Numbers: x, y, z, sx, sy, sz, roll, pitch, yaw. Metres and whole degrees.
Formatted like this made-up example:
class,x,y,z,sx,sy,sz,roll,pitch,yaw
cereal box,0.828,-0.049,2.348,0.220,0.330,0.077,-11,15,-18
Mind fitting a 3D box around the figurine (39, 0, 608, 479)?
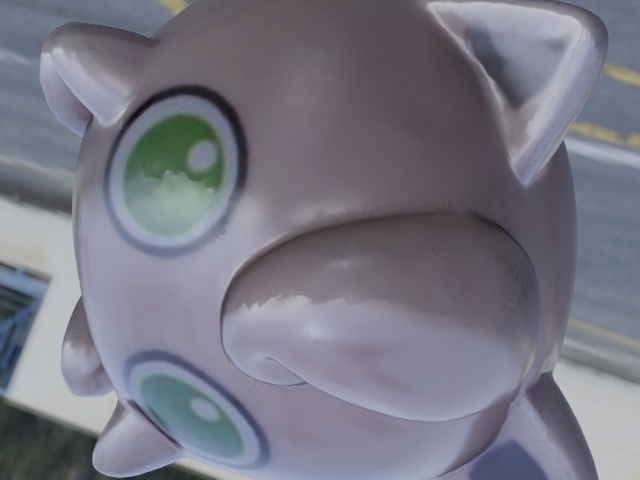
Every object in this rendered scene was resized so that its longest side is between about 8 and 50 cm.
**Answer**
class,x,y,z,sx,sy,sz,roll,pitch,yaw
figurine,0.000,0.000,0.373,0.138,0.125,0.125,13,169,31
